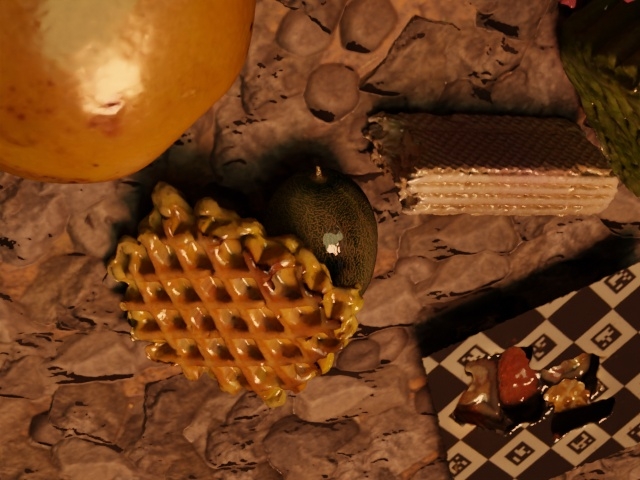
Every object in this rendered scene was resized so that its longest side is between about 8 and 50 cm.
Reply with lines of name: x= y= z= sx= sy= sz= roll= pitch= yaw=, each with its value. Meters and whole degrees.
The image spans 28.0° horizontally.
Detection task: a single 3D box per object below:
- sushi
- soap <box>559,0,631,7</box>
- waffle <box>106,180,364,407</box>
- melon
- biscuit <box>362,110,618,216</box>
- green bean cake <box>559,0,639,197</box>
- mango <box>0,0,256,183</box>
sushi: x=0.263 y=0.159 z=1.485 sx=0.292 sy=0.059 sz=0.294 roll=-22 pitch=129 yaw=-5
soap: x=0.240 y=-0.319 z=1.091 sx=0.324 sy=0.127 sz=0.220 roll=-12 pitch=128 yaw=-14
waffle: x=-0.089 y=0.058 z=1.213 sx=0.243 sy=0.059 sz=0.238 roll=27 pitch=138 yaw=3
melon: x=0.000 y=0.000 z=1.233 sx=0.114 sy=0.114 sz=0.167 roll=-10 pitch=127 yaw=-14
biscuit: x=0.166 y=-0.074 z=1.250 sx=0.238 sy=0.108 sz=0.062 roll=0 pitch=129 yaw=-22
green bean cake: x=0.340 y=-0.122 z=1.213 sx=0.125 sy=0.222 sz=0.248 roll=-35 pitch=123 yaw=-3
mango: x=-0.198 y=-0.250 z=0.913 sx=0.300 sy=0.232 sz=0.446 roll=-13 pitch=119 yaw=-6
